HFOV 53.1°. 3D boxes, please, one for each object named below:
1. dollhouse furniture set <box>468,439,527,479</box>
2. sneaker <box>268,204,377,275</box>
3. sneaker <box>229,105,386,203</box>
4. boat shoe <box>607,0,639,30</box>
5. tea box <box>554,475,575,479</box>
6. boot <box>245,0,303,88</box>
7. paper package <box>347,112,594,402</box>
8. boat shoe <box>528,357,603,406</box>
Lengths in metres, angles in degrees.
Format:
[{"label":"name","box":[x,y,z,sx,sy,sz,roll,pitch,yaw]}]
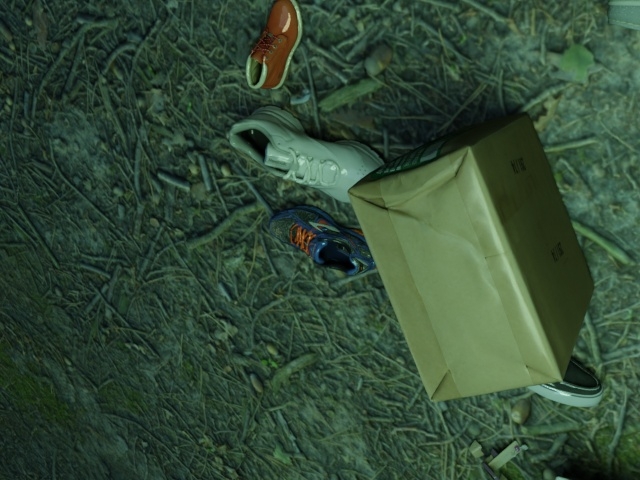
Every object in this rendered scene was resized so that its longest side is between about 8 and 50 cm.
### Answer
[{"label":"dollhouse furniture set","box":[0.337,0.399,1.133,0.081,0.091,0.114,-38,115,-4]},{"label":"sneaker","box":[0.000,0.000,1.126,0.221,0.087,0.083,19,117,23]},{"label":"sneaker","box":[-0.024,-0.127,1.066,0.297,0.129,0.111,25,118,19]},{"label":"boat shoe","box":[0.484,-0.212,0.744,0.320,0.118,0.103,25,116,12]},{"label":"tea box","box":[0.453,0.551,0.901,0.324,0.220,0.329,16,78,28]},{"label":"boot","box":[-0.078,-0.322,1.050,0.059,0.085,0.158,26,118,21]},{"label":"paper package","box":[0.219,0.005,0.857,0.168,0.325,0.309,-19,97,34]},{"label":"boat shoe","box":[0.335,0.176,1.005,0.228,0.080,0.076,29,131,27]}]
